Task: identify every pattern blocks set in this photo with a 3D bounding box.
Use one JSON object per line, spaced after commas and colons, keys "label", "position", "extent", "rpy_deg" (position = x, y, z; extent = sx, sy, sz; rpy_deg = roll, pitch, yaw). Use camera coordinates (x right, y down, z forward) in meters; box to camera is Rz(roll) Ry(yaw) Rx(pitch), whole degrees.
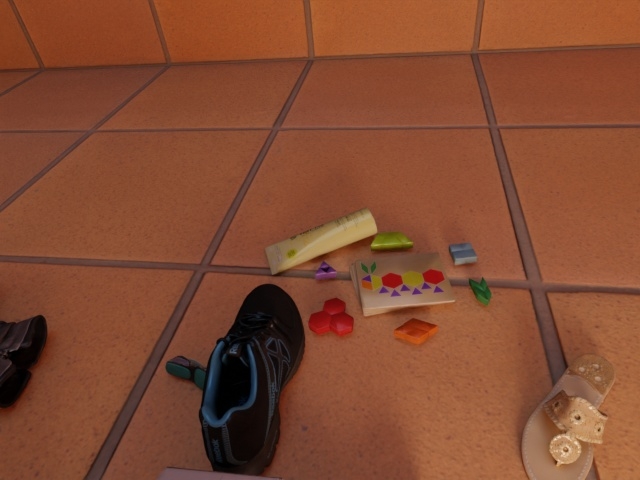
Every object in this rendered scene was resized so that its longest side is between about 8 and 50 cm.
{"label": "pattern blocks set", "position": [0.150, 0.081, 0.870], "extent": [0.326, 0.026, 0.285], "rpy_deg": [-1, 40, 8]}

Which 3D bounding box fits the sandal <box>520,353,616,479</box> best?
{"label": "sandal", "position": [0.349, 0.228, 0.623], "extent": [0.088, 0.079, 0.240], "rpy_deg": [25, 49, 33]}

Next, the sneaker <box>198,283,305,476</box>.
{"label": "sneaker", "position": [-0.098, 0.176, 0.705], "extent": [0.125, 0.139, 0.340], "rpy_deg": [-4, 38, 6]}

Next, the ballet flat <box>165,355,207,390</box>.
{"label": "ballet flat", "position": [-0.202, 0.217, 0.751], "extent": [0.115, 0.041, 0.041], "rpy_deg": [15, 44, 23]}

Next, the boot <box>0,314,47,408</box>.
{"label": "boot", "position": [-0.615, 0.162, 0.837], "extent": [0.223, 0.118, 0.337], "rpy_deg": [-8, 50, -5]}

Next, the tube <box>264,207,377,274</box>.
{"label": "tube", "position": [0.000, 0.000, 0.966], "extent": [0.241, 0.062, 0.070], "rpy_deg": [-21, -2, -1]}

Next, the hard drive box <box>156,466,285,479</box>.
{"label": "hard drive box", "position": [-0.128, 0.341, 0.460], "extent": [0.232, 0.089, 0.181], "rpy_deg": [-20, 26, 41]}
